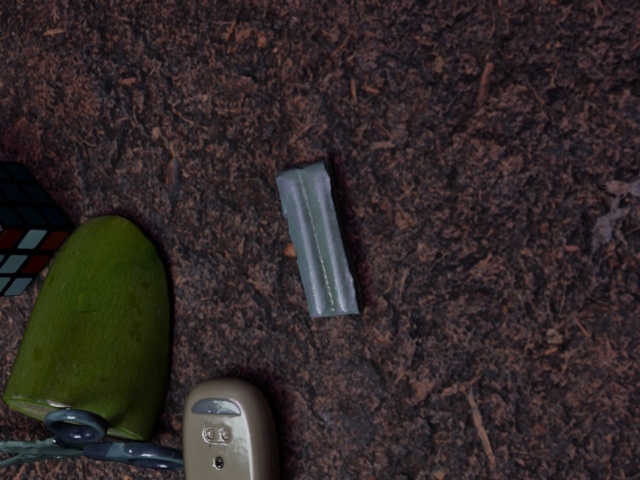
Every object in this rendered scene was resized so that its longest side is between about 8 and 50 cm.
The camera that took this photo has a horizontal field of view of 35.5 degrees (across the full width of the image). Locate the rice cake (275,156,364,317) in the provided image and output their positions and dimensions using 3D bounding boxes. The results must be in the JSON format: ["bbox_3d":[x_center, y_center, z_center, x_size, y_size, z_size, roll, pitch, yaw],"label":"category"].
[{"bbox_3d":[0.000,0.000,1.409,0.085,0.040,0.226,-15,88,22],"label":"rice cake"}]

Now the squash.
[{"bbox_3d":[-0.342,0.128,1.546,0.233,0.210,0.309,6,67,23],"label":"squash"}]

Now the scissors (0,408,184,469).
[{"bbox_3d":[-0.402,0.320,1.530,0.383,0.256,0.029,-15,56,35],"label":"scissors"}]

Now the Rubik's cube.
[{"bbox_3d":[-0.519,-0.018,1.547,0.163,0.162,0.160,-47,71,16],"label":"Rubik's cube"}]

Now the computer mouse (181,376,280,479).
[{"bbox_3d":[-0.130,0.315,1.457,0.145,0.082,0.237,-4,93,21],"label":"computer mouse"}]
